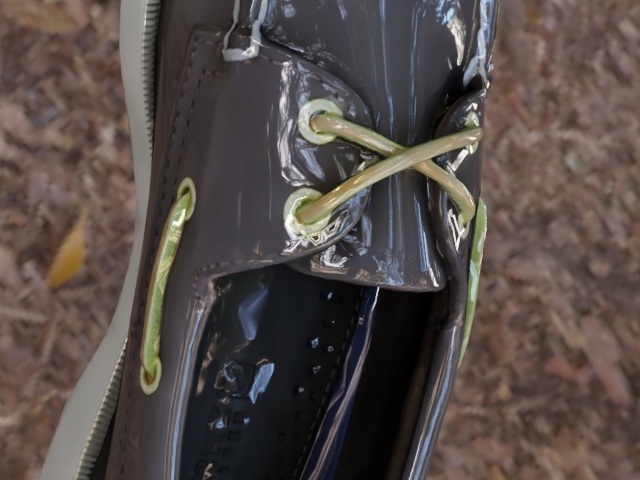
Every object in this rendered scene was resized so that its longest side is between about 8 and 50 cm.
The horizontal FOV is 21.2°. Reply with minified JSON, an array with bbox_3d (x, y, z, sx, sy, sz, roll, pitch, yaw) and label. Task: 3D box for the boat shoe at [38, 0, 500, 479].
[{"bbox_3d":[0.000,0.000,0.344,0.081,0.227,0.069,3,19,-35],"label":"boat shoe"}]
